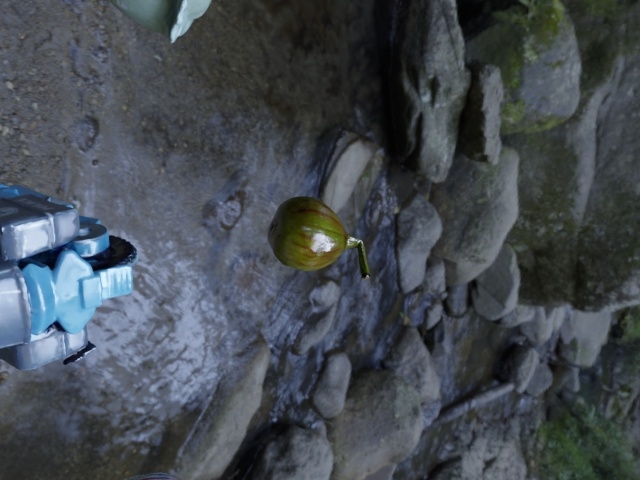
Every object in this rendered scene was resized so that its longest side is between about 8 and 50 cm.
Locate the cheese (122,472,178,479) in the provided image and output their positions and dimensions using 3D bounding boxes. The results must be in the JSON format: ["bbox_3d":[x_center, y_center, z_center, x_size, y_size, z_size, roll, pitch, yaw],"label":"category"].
[{"bbox_3d":[-0.303,0.417,0.832,0.155,0.244,0.062,14,49,-43],"label":"cheese"}]

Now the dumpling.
[{"bbox_3d":[-0.298,-0.550,0.993,0.270,0.321,0.212,-55,172,23],"label":"dumpling"}]

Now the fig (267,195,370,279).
[{"bbox_3d":[-0.003,-0.010,0.996,0.187,0.147,0.142,-6,137,-13],"label":"fig"}]

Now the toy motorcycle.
[{"bbox_3d":[-0.264,0.003,0.366,0.182,0.272,0.123,-28,129,-55],"label":"toy motorcycle"}]
